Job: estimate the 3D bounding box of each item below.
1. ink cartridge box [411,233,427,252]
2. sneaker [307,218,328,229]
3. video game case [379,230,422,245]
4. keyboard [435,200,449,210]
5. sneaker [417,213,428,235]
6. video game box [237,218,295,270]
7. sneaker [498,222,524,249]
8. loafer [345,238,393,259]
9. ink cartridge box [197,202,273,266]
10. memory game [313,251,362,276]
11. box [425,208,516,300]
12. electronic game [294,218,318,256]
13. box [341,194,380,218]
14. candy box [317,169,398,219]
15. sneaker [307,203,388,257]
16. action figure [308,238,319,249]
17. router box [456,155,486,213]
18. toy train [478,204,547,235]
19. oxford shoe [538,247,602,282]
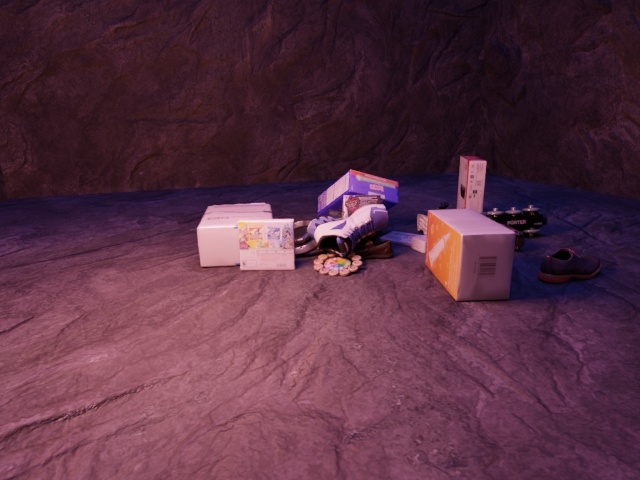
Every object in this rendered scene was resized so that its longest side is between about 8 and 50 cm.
[{"bbox_3d":[0.456,0.010,1.824,0.122,0.052,0.088,-10,19,-26],"label":"ink cartridge box"},{"bbox_3d":[0.012,-0.080,2.150,0.166,0.065,0.076,-2,12,-8],"label":"sneaker"},{"bbox_3d":[0.367,-0.010,1.960,0.157,0.019,0.143,11,20,34],"label":"video game case"},{"bbox_3d":[0.601,-0.093,1.986,0.033,0.202,0.317,-43,-8,31],"label":"keyboard"},{"bbox_3d":[0.548,-0.071,2.014,0.145,0.102,0.293,0,16,-1],"label":"sneaker"},{"bbox_3d":[-0.197,0.015,1.596,0.204,0.187,0.048,0,16,0],"label":"video game box"},{"bbox_3d":[0.710,-0.021,1.840,0.275,0.098,0.135,5,17,14],"label":"sneaker"},{"bbox_3d":[0.181,0.029,1.723,0.219,0.079,0.080,-3,16,-8],"label":"loafer"},{"bbox_3d":[-0.340,-0.034,1.809,0.285,0.167,0.395,-2,17,-7],"label":"ink cartridge box"},{"bbox_3d":[0.064,0.081,1.607,0.185,0.012,0.186,-5,27,2],"label":"memory game"},{"bbox_3d":[0.481,0.034,1.444,0.168,0.215,0.345,-2,15,-2],"label":"box"},{"bbox_3d":[-0.083,-0.014,1.819,0.229,0.048,0.229,-12,38,10],"label":"electronic game"},{"bbox_3d":[0.173,-0.100,1.890,0.163,0.142,0.247,0,-13,2],"label":"box"},{"bbox_3d":[0.171,-0.194,2.056,0.267,0.122,0.317,12,-22,-26],"label":"candy box"},{"bbox_3d":[0.117,-0.020,1.657,0.315,0.128,0.182,-14,35,-2],"label":"sneaker"},{"bbox_3d":[0.000,0.000,1.864,0.232,0.064,0.137,4,18,25],"label":"action figure"},{"bbox_3d":[0.767,-0.253,2.219,0.082,0.336,0.301,2,15,9],"label":"router box"},{"bbox_3d":[0.869,-0.086,2.019,0.333,0.143,0.190,-5,4,-8],"label":"toy train"},{"bbox_3d":[0.870,0.076,1.488,0.271,0.099,0.097,-9,18,-25],"label":"oxford shoe"}]
